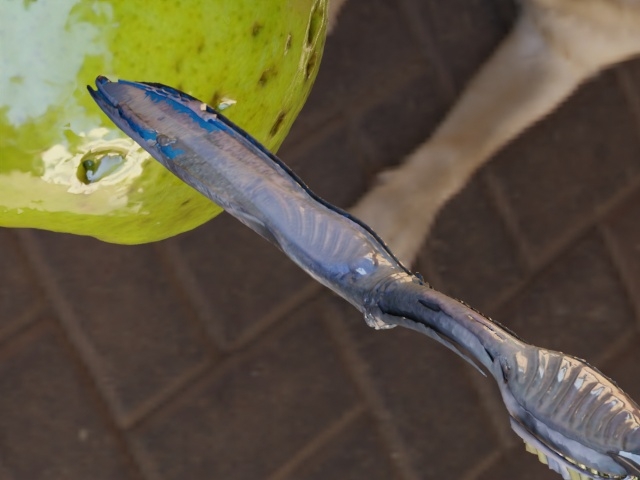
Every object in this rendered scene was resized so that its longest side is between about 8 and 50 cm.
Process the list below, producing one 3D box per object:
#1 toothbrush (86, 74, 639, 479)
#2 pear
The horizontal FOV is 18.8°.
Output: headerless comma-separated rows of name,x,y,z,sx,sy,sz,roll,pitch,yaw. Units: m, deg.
toothbrush,0.000,0.000,0.773,0.035,0.413,0.042,-29,126,-19
pear,-0.163,-0.191,1.150,0.391,0.391,0.391,7,80,-43
